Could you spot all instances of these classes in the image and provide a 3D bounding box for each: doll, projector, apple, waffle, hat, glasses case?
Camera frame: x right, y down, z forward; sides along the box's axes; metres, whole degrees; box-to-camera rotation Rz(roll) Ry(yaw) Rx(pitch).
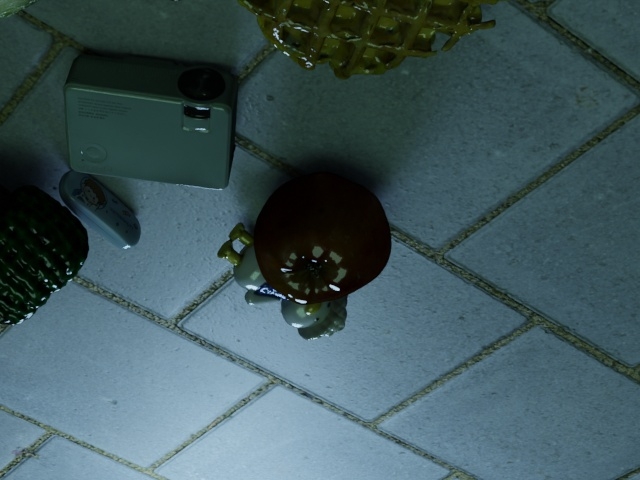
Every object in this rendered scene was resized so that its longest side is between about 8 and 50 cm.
[{"bbox_3d":[-0.057,0.079,2.177,0.293,0.138,0.119,41,168,-29],"label":"doll"},{"bbox_3d":[-0.260,-0.188,1.918,0.257,0.099,0.192,7,139,0],"label":"projector"},{"bbox_3d":[-0.002,0.001,2.008,0.234,0.234,0.234,4,138,3],"label":"apple"},{"bbox_3d":[0.055,-0.378,1.679,0.380,0.095,0.382,-21,134,25],"label":"waffle"},{"bbox_3d":[-0.564,-0.024,2.038,0.332,0.242,0.274,45,158,-12],"label":"hat"},{"bbox_3d":[-0.375,-0.052,2.104,0.045,0.067,0.178,-23,131,31],"label":"glasses case"}]

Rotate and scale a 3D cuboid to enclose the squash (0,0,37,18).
[{"bbox_3d":[-0.473,-0.385,1.745,0.184,0.085,0.192,-21,169,-9],"label":"squash"}]
